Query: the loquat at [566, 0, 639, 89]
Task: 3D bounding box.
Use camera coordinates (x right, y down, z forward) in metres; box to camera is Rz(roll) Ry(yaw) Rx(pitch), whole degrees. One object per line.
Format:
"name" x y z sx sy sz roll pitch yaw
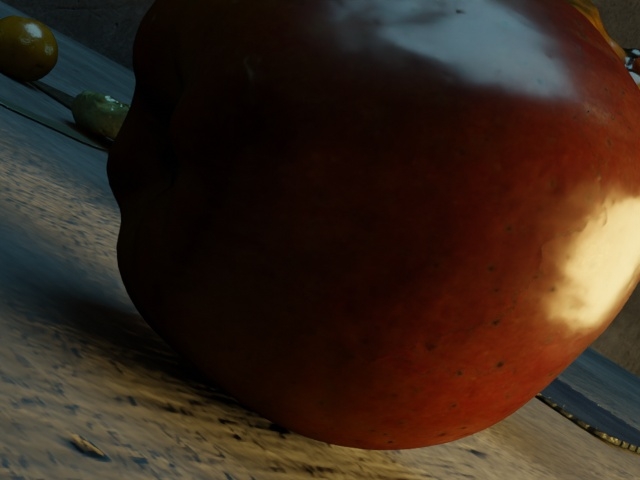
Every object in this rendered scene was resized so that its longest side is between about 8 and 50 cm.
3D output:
"loquat" 0.089 -0.071 0.948 0.328 0.328 0.328 30 4 -2

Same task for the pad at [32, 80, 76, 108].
"pad" -0.260 -0.147 1.565 0.158 0.003 0.235 33 5 30

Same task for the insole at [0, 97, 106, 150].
"insole" -0.252 -0.110 1.176 0.053 0.002 0.153 33 5 37

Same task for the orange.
"orange" -0.338 -0.219 1.437 0.083 0.070 0.083 26 3 -1

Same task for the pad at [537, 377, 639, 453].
"pad" 0.262 0.167 1.376 0.270 0.012 0.269 34 5 39

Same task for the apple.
"apple" 0.022 -0.019 0.554 0.234 0.234 0.234 30 4 -2

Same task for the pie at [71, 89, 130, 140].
"pie" -0.169 -0.105 1.300 0.187 0.041 0.187 23 -1 0
